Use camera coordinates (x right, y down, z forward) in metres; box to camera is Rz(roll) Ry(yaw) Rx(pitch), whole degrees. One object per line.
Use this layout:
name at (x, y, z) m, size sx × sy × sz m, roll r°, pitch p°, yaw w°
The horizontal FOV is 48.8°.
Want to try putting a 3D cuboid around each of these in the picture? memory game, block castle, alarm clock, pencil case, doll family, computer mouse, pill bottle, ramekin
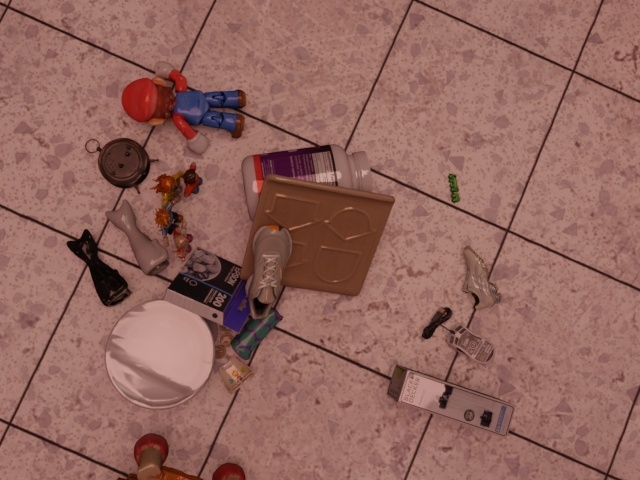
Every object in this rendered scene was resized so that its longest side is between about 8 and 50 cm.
memory game at (-0.320, 0.243, 1.862) m, size 0.186 × 0.012 × 0.186 m, roll 0°, pitch 84°, yaw -3°
block castle at (-0.399, 0.729, 1.716) m, size 0.303 × 0.213 × 0.453 m, roll 25°, pitch 90°, yaw -13°
alarm clock at (-0.540, -0.215, 1.871) m, size 0.192 × 0.064 × 0.129 m, roll 27°, pitch 84°, yaw 3°
pencil case at (-0.167, 0.239, 1.845) m, size 0.151 × 0.064 × 0.070 m, roll -49°, pitch 127°, yaw -7°
doll family at (-0.383, -0.080, 1.813) m, size 0.118 × 0.163 × 0.262 m, roll 6°, pitch 84°, yaw -3°
computer mouse at (0.376, 0.266, 1.889) m, size 0.193 × 0.042 × 0.106 m, roll 35°, pitch 79°, yaw 6°
pill bottle at (-0.036, -0.150, 1.833) m, size 0.323 × 0.181 × 0.181 m, roll -8°, pitch 85°, yaw -5°
ramekin at (-0.396, 0.284, 1.784) m, size 0.273 × 0.127 × 0.272 m, roll 0°, pitch 84°, yaw -3°

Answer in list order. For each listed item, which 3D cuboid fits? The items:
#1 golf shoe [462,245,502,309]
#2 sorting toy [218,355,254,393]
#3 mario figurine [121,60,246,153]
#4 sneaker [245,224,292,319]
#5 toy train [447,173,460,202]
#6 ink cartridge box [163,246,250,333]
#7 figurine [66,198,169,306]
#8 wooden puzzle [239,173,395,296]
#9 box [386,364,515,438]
golf shoe at (0.414, 0.103, 1.895) m, size 0.086 × 0.069 × 0.176 m, roll -26°, pitch 85°, yaw 0°
sorting toy at (-0.225, 0.346, 1.845) m, size 0.083 × 0.045 × 0.075 m, roll -40°, pitch 81°, yaw -6°
mario figurine at (-0.366, -0.357, 1.886) m, size 0.321 × 0.170 × 0.198 m, roll 6°, pitch 48°, yaw -13°
sneaker at (-0.123, 0.084, 1.712) m, size 0.099 × 0.121 × 0.262 m, roll 4°, pitch 129°, yaw -10°
toy train at (0.368, -0.144, 1.940) m, size 0.024 × 0.017 × 0.083 m, roll -6°, pitch 85°, yaw -14°
ink cartridge box at (-0.262, 0.122, 1.794) m, size 0.208 × 0.206 × 0.045 m, roll 25°, pitch 123°, yaw -1°
figurine at (-0.525, 0.027, 1.826) m, size 0.215 × 0.092 × 0.209 m, roll -38°, pitch 83°, yaw 2°
wooden puzzle at (-0.015, -0.015, 1.771) m, size 0.322 × 0.080 × 0.347 m, roll 10°, pitch 128°, yaw -13°
box at (0.329, 0.409, 1.807) m, size 0.290 × 0.169 × 0.087 m, roll 18°, pitch 84°, yaw -1°
